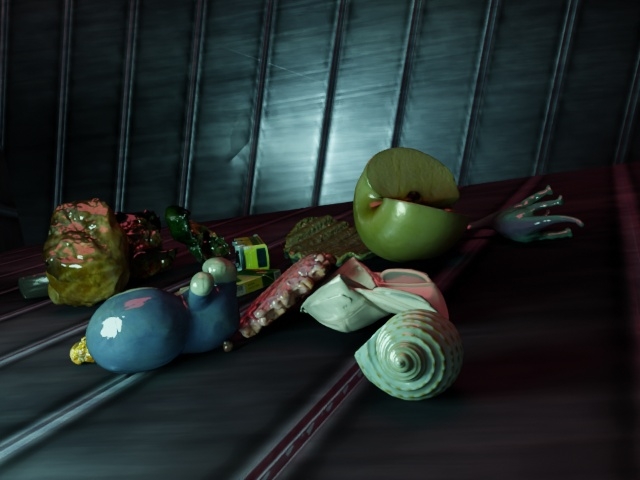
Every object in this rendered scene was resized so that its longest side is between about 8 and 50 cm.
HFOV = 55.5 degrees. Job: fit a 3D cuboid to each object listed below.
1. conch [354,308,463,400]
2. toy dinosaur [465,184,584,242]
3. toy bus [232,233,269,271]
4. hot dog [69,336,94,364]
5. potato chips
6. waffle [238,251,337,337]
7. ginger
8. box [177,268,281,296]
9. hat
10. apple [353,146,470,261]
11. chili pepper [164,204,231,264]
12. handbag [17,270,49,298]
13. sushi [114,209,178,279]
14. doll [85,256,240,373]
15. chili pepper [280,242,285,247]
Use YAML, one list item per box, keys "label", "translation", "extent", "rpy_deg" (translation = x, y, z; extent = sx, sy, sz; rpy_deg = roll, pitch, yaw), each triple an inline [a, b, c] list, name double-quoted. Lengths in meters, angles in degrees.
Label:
- label: "conch"
  translation: [0.111, 0.145, 0.745]
  extent: [0.135, 0.102, 0.153]
  rpy_deg: [-17, -28, 20]
- label: "toy dinosaur"
  translation: [0.467, -0.027, 1.597]
  extent: [0.331, 0.129, 0.383]
  rpy_deg: [-18, 8, 10]
- label: "toy bus"
  translation: [-0.205, 0.040, 1.790]
  extent: [0.101, 0.088, 0.175]
  rpy_deg: [-9, 11, -11]
- label: "hot dog"
  translation: [-0.407, 0.191, 1.145]
  extent: [0.071, 0.045, 0.165]
  rpy_deg: [-5, 8, 12]
- label: "potato chips"
  translation: [0.063, 0.000, 1.783]
  extent: [0.358, 0.070, 0.429]
  rpy_deg: [6, 18, 26]
- label: "waffle"
  translation: [-0.065, 0.094, 1.144]
  extent: [0.221, 0.055, 0.234]
  rpy_deg: [-40, 2, 7]
- label: "ginger"
  translation: [-0.616, 0.048, 1.630]
  extent: [0.200, 0.223, 0.269]
  rpy_deg: [0, 47, -5]
- label: "box"
  translation: [-0.222, 0.113, 1.499]
  extent: [0.132, 0.034, 0.235]
  rpy_deg: [-1, 11, 41]
- label: "hat"
  translation: [0.098, 0.116, 1.052]
  extent: [0.226, 0.164, 0.219]
  rpy_deg: [33, 13, 7]
- label: "apple"
  translation: [0.219, -0.069, 1.535]
  extent: [0.258, 0.233, 0.295]
  rpy_deg: [8, 41, -31]
- label: "chili pepper"
  translation: [-0.411, -0.008, 1.987]
  extent: [0.148, 0.116, 0.264]
  rpy_deg: [25, -12, 44]
- label: "handbag"
  translation: [-0.797, 0.121, 1.905]
  extent: [0.247, 0.080, 0.223]
  rpy_deg: [-13, 2, -12]
- label: "sushi"
  translation: [-0.573, 0.037, 1.891]
  extent: [0.238, 0.219, 0.225]
  rpy_deg: [-29, -24, -23]
- label: "doll"
  translation: [-0.262, 0.136, 1.026]
  extent: [0.258, 0.154, 0.228]
  rpy_deg: [-6, -27, -30]
- label: "chili pepper"
  translation: [0.000, 0.000, 1.953]
  extent: [0.268, 0.050, 0.059]
  rpy_deg: [-11, 29, -23]
